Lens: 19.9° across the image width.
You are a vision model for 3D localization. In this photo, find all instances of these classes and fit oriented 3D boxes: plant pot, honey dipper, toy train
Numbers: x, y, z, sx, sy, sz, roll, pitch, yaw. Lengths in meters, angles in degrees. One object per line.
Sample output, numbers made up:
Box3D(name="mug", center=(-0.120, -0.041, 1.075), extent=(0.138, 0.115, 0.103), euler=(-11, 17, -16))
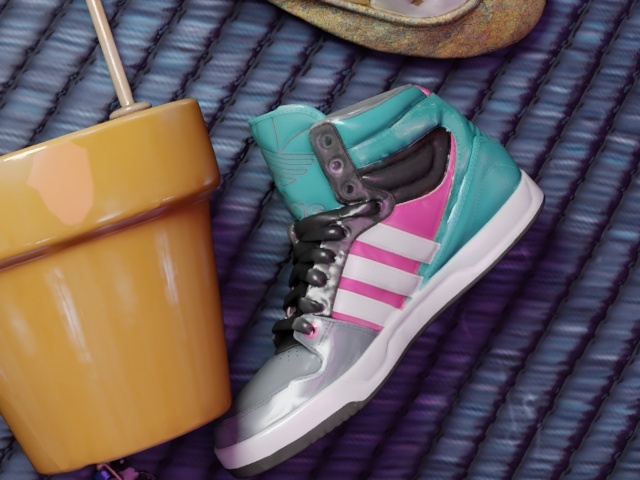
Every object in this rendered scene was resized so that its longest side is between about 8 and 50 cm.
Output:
Box3D(name="plant pot", center=(-0.142, 0.034, 1.114), extent=(0.205, 0.205, 0.188), euler=(-20, 93, -17))
Box3D(name="honey dipper", center=(-0.141, -0.129, 1.221), extent=(0.030, 0.030, 0.160), euler=(-17, 86, -17))
Box3D(name="toy train", center=(-0.166, 0.126, 1.189), extent=(0.158, 0.027, 0.036), euler=(44, 79, -8))

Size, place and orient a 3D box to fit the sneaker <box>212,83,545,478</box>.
Box3D(name="sneaker", center=(0.000, 0.000, 1.196), extent=(0.295, 0.124, 0.178), euler=(-45, 103, -23))

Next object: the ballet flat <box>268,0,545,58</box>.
Box3D(name="ballet flat", center=(0.006, -0.205, 1.224), extent=(0.349, 0.123, 0.123), euler=(15, 81, -15))
